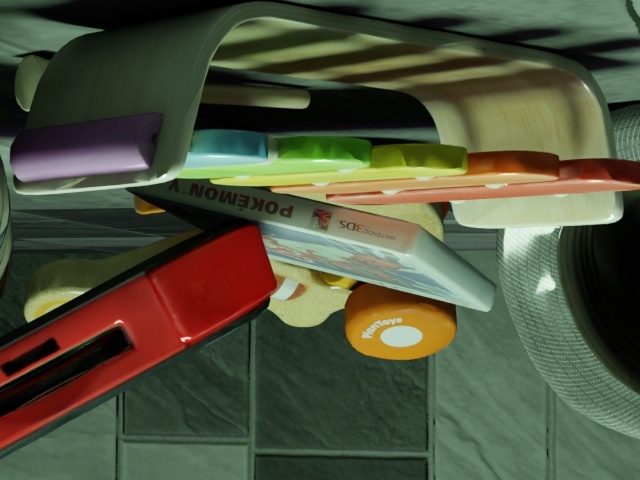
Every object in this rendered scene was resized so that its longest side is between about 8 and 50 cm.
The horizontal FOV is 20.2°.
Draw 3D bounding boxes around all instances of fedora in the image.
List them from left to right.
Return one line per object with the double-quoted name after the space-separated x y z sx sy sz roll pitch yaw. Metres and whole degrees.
0.261 0.007 1.129 0.275 0.243 0.124 -14 -163 41 "fedora"

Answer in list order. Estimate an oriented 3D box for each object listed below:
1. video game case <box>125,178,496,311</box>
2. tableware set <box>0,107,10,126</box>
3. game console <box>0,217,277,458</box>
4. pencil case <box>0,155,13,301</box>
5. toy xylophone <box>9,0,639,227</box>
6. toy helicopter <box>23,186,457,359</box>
0.000 0.000 1.109 0.183 0.023 0.201 13 173 20 "video game case"
-0.268 -0.074 1.106 0.154 0.024 0.104 -4 178 42 "tableware set"
-0.209 0.098 1.072 0.386 0.060 0.342 -28 -178 -6 "game console"
-0.229 -0.019 0.795 0.183 0.160 0.410 30 173 -5 "pencil case"
-0.007 -0.054 0.883 0.323 0.081 0.236 3 176 -35 "toy xylophone"
-0.081 0.008 1.355 0.355 0.140 0.235 -16 146 24 "toy helicopter"
